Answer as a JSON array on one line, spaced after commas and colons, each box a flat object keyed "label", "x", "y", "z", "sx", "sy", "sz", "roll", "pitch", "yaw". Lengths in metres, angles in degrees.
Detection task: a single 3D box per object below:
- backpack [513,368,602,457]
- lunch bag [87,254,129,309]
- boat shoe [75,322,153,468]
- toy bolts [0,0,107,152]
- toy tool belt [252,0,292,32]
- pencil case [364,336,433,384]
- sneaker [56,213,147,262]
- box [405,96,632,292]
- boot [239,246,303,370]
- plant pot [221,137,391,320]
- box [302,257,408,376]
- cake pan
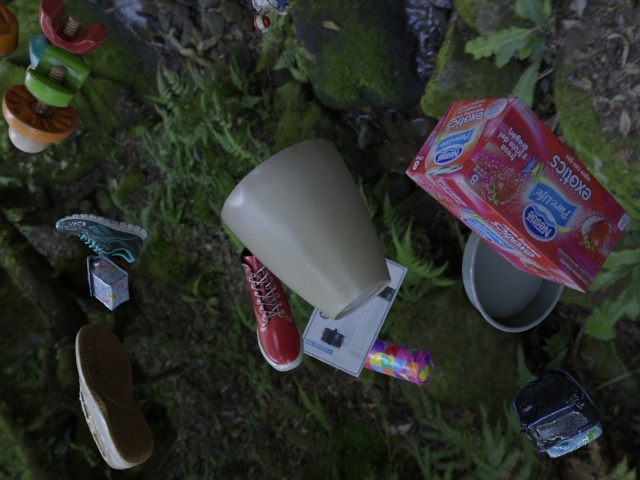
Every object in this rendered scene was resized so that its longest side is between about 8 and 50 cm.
[{"label": "backpack", "x": 0.336, "y": 0.247, "z": 0.841, "sx": 0.105, "sy": 0.114, "sz": 0.084, "roll": -34, "pitch": 97, "yaw": 11}, {"label": "lunch bag", "x": -0.391, "y": 0.074, "z": 1.059, "sx": 0.083, "sy": 0.053, "sz": 0.071, "roll": 36, "pitch": 136, "yaw": 19}, {"label": "boat shoe", "x": -0.247, "y": 0.179, "z": 0.667, "sx": 0.059, "sy": 0.063, "sz": 0.170, "roll": -38, "pitch": 67, "yaw": 34}, {"label": "toy bolts", "x": -0.449, "y": -0.262, "z": 0.885, "sx": 0.218, "sy": 0.228, "sz": 0.158, "roll": 32, "pitch": 126, "yaw": -21}, {"label": "toy tool belt", "x": -0.059, "y": -0.313, "z": 0.752, "sx": 0.051, "sy": 0.052, "sz": 0.083, "roll": -5, "pitch": 80, "yaw": 23}, {"label": "pencil case", "x": 0.204, "y": 0.331, "z": 1.665, "sx": 0.237, "sy": 0.104, "sz": 0.104, "roll": 13, "pitch": 125, "yaw": 39}, {"label": "sneaker", "x": -0.416, "y": -0.002, "z": 1.115, "sx": 0.065, "sy": 0.167, "sz": 0.076, "roll": -30, "pitch": 53, "yaw": 54}, {"label": "box", "x": 0.255, "y": -0.057, "z": 0.753, "sx": 0.257, "sy": 0.122, "sz": 0.128, "roll": 36, "pitch": 176, "yaw": -25}, {"label": "boot", "x": -0.105, "y": 0.124, "z": 1.158, "sx": 0.176, "sy": 0.089, "sz": 0.244, "roll": 75, "pitch": 175, "yaw": -46}, {"label": "plant pot", "x": 0.000, "y": 0.000, "z": 1.079, "sx": 0.274, "sy": 0.257, "sz": 0.256, "roll": 54, "pitch": 140, "yaw": 15}, {"label": "box", "x": 0.077, "y": 0.161, "z": 1.425, "sx": 0.169, "sy": 0.087, "sz": 0.289, "roll": 26, "pitch": 90, "yaw": 4}, {"label": "cake pan", "x": 0.427, "y": 0.053, "z": 1.290, "sx": 0.054, "sy": 0.293, "sz": 0.293, "roll": 12, "pitch": 127, "yaw": 62}]
